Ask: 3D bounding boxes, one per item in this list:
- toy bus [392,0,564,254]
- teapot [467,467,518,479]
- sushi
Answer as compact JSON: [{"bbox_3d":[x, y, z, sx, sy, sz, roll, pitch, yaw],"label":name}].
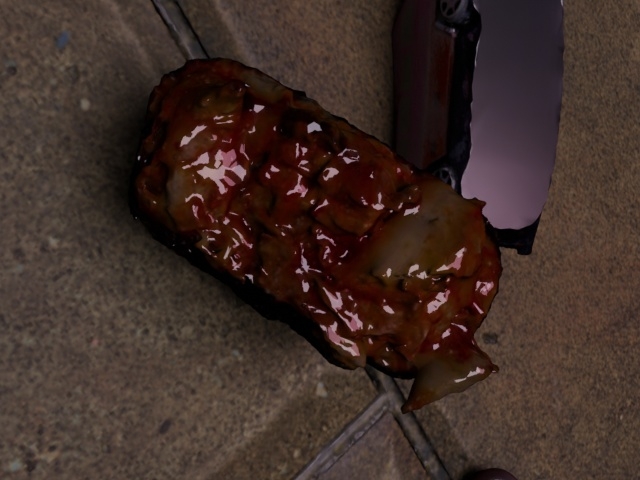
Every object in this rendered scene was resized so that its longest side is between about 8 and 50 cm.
[{"bbox_3d":[0.151,-0.138,0.849,0.127,0.147,0.303,2,89,-29],"label":"toy bus"},{"bbox_3d":[0.187,0.289,0.942,0.100,0.045,0.068,-17,76,-14],"label":"teapot"},{"bbox_3d":[0.000,0.000,0.692,0.343,0.182,0.196,31,99,-7],"label":"sushi"}]
